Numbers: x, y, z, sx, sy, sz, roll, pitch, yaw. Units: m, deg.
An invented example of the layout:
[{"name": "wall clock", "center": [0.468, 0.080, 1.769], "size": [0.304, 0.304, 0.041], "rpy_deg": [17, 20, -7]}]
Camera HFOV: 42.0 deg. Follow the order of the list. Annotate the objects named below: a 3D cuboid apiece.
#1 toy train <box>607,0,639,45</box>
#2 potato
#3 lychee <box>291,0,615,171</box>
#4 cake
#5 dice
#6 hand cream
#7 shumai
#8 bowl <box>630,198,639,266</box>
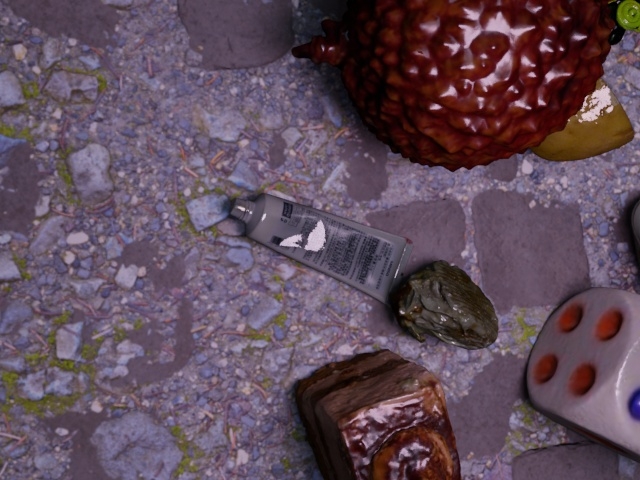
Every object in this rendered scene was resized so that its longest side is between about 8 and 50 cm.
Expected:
[{"name": "toy train", "center": [0.618, -0.479, 1.578], "size": [0.296, 0.100, 0.160], "rpy_deg": [-23, 88, -13]}, {"name": "potato", "center": [0.439, -0.216, 1.502], "size": [0.158, 0.178, 0.203], "rpy_deg": [-40, 114, 5]}, {"name": "lychee", "center": [0.206, -0.314, 1.312], "size": [0.500, 0.424, 0.424], "rpy_deg": [-9, 92, -9]}, {"name": "cake", "center": [0.095, 0.310, 1.338], "size": [0.196, 0.293, 0.198], "rpy_deg": [-17, 98, -14]}, {"name": "dice", "center": [0.542, 0.239, 1.469], "size": [0.243, 0.259, 0.251], "rpy_deg": [31, 82, -14]}, {"name": "hand cream", "center": [0.000, 0.000, 1.439], "size": [0.341, 0.078, 0.124], "rpy_deg": [22, 84, -21]}, {"name": "shumai", "center": [0.206, 0.136, 1.442], "size": [0.184, 0.184, 0.142], "rpy_deg": [39, 115, -11]}, {"name": "bowl", "center": [0.718, 0.058, 1.541], "size": [0.337, 0.337, 0.157], "rpy_deg": [-5, 131, -14]}]
